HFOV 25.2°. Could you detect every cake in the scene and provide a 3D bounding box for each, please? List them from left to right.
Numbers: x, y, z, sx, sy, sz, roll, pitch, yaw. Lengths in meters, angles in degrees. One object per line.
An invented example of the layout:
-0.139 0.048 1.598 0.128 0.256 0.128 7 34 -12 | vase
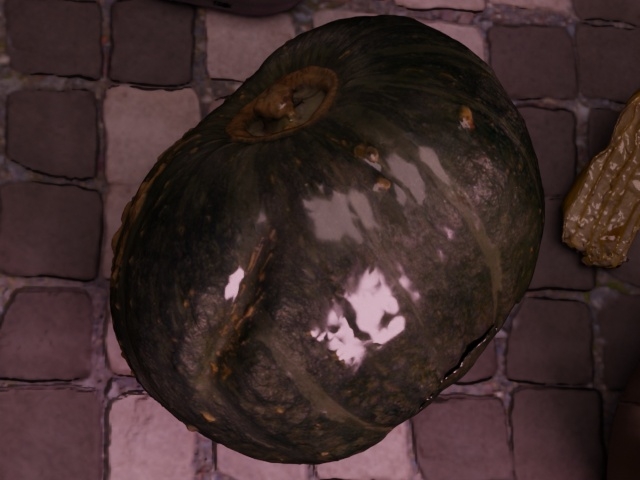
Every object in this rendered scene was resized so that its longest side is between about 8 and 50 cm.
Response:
0.263 -0.071 1.235 0.079 0.116 0.185 22 104 0 | cake

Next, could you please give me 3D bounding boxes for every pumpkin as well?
0.000 0.000 1.033 0.327 0.291 0.257 -32 118 -5 | pumpkin

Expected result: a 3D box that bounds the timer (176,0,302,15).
-0.080 -0.298 1.210 0.190 0.069 0.209 10 75 -6 | timer

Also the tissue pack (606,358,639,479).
0.410 0.201 1.064 0.387 0.267 0.277 26 89 0 | tissue pack
